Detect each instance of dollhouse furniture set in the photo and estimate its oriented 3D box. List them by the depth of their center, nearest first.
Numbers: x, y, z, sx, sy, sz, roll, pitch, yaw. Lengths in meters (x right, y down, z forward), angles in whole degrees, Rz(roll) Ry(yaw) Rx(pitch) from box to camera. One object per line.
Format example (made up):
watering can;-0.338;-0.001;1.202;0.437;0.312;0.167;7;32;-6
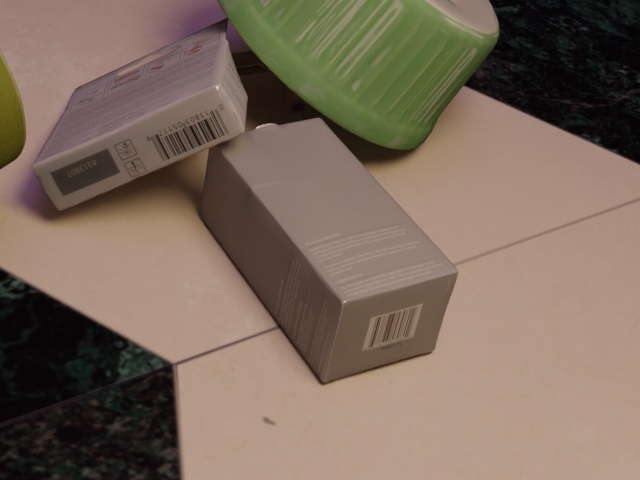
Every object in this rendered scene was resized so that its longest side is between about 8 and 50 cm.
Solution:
dollhouse furniture set;-0.062;-0.164;1.279;0.114;0.091;0.081;-7;81;8

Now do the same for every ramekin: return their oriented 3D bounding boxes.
ramekin;0.045;-0.255;1.212;0.303;0.148;0.303;34;28;-21

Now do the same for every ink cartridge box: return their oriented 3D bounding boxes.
ink cartridge box;-0.163;-0.127;1.111;0.189;0.066;0.232;-23;20;9

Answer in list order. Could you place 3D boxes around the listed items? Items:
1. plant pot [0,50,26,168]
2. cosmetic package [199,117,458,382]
plant pot;-0.434;-0.082;0.903;0.274;0.275;0.293;31;58;19
cosmetic package;0.000;0.000;1.032;0.127;0.107;0.238;-13;44;-29
